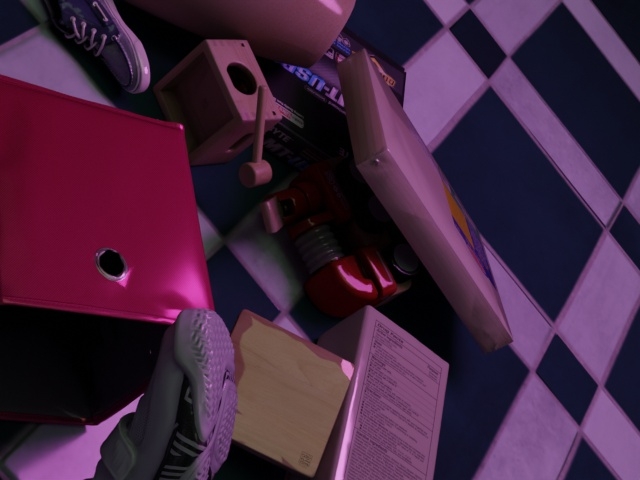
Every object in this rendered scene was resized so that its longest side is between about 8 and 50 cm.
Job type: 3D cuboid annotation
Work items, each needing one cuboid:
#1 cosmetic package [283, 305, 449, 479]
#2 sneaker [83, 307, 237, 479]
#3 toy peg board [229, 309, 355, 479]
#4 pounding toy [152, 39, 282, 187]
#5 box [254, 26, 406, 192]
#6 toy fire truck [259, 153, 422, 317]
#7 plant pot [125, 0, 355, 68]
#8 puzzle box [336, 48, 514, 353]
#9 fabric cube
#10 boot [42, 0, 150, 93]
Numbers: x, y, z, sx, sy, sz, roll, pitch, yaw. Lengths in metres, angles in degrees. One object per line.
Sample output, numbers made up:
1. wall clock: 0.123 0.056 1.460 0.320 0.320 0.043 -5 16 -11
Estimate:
1. cosmetic package: 0.059 0.257 1.604 0.160 0.113 0.309 37 41 -21
2. sneaker: -0.205 0.232 1.178 0.137 0.210 0.366 -25 125 -81
3. toy peg board: -0.065 0.198 1.538 0.161 0.079 0.161 27 59 -8
4. pounding toy: -0.105 -0.165 1.681 0.094 0.181 0.206 -10 71 -50
5. box: -0.002 -0.226 1.926 0.295 0.073 0.293 32 43 -25
6. toy fire truck: 0.000 0.000 1.716 0.246 0.158 0.217 -18 77 -39
7. plant pot: -0.096 -0.369 1.750 0.274 0.256 0.256 33 43 -15
8. puzzle box: 0.153 -0.053 1.817 0.409 0.052 0.272 54 16 -34
9. fabric cube: -0.288 0.021 1.292 0.254 0.259 0.258 13 54 -39
10. boot: -0.303 -0.271 1.654 0.086 0.069 0.190 -15 66 -43
